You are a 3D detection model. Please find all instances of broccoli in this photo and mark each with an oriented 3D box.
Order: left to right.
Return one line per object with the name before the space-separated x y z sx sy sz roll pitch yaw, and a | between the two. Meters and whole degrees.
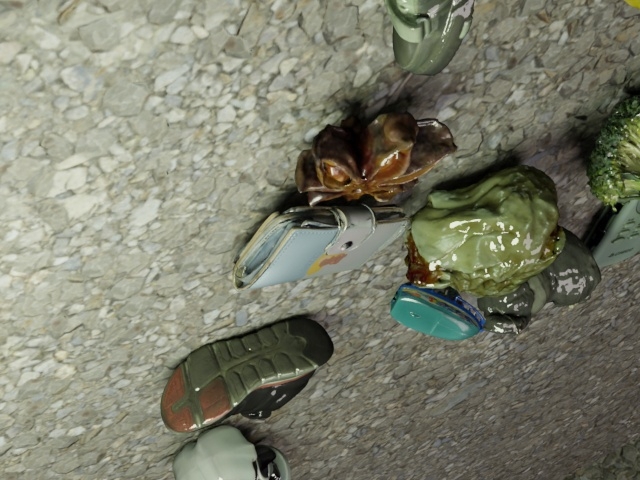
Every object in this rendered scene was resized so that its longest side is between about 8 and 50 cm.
broccoli | 0.551 -0.055 1.638 0.252 0.362 0.221 -21 173 19

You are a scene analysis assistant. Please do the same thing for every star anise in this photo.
star anise | 0.065 -0.110 1.358 0.214 0.099 0.220 -19 168 -13

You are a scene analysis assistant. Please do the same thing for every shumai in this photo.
shumai | 0.225 -0.016 1.611 0.218 0.189 0.256 1 157 -16

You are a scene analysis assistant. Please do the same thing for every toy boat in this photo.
toy boat | 0.208 0.108 1.830 0.175 0.110 0.091 23 132 -4

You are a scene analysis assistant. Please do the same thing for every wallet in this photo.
wallet | 0.000 0.000 1.494 0.231 0.069 0.170 -8 153 -44

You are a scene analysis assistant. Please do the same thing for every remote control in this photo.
remote control | 0.566 -0.059 1.930 0.140 0.056 0.296 -12 145 -26

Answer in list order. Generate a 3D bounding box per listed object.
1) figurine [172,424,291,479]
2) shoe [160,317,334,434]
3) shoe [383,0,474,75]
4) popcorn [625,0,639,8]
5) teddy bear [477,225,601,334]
figurine | -0.166 0.414 1.909 0.176 0.133 0.236 -39 153 9
shoe | -0.119 0.219 1.687 0.290 0.114 0.137 -21 154 -23
shoe | 0.085 -0.287 1.118 0.149 0.109 0.293 -12 142 -23
popcorn | 0.469 -0.342 1.239 0.286 0.215 0.252 -1 152 22
teddy bear | 0.337 0.056 1.819 0.251 0.171 0.144 -16 179 -27
